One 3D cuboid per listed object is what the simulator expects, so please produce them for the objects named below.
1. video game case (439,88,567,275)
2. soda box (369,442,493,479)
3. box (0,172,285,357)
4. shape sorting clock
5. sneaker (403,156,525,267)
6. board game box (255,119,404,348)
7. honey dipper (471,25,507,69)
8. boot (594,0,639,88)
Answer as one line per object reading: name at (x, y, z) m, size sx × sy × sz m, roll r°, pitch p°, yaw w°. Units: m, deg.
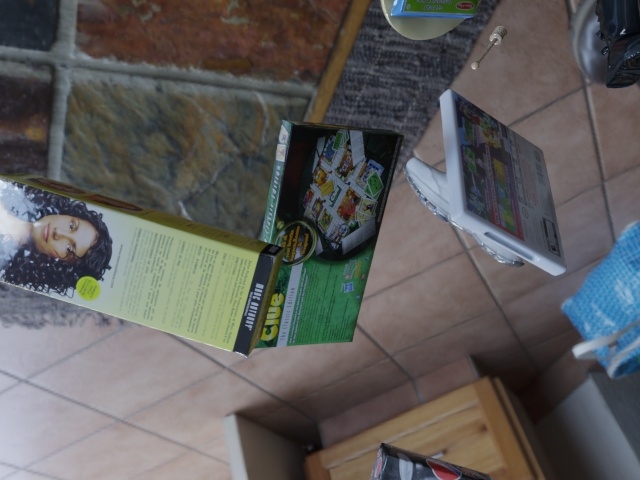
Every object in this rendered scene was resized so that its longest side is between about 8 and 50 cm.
video game case at (0.225, -0.073, 0.839) m, size 0.183 × 0.201 × 0.023 m, roll 25°, pitch 139°, yaw -28°
soda box at (0.158, 0.337, 0.937) m, size 0.169 × 0.053 × 0.060 m, roll 18°, pitch 92°, yaw -6°
box at (-0.152, 0.016, 0.546) m, size 0.232 × 0.058 × 0.087 m, roll 15°, pitch 98°, yaw 2°
shape sorting clock at (0.159, -0.359, 0.872) m, size 0.206 × 0.040 × 0.206 m, roll -24°, pitch 136°, yaw -26°
sneaker at (0.292, -0.075, 1.300) m, size 0.129 × 0.297 × 0.111 m, roll -54°, pitch 168°, yaw 4°
board game box at (0.000, 0.000, 0.746) m, size 0.136 × 0.030 × 0.260 m, roll 0°, pitch 114°, yaw -29°
honey dipper at (0.384, -0.437, 1.546) m, size 0.161 × 0.030 × 0.030 m, roll -53°, pitch 157°, yaw -31°
boot at (0.320, -0.221, 0.696) m, size 0.045 × 0.099 × 0.121 m, roll -2°, pitch 174°, yaw 3°
